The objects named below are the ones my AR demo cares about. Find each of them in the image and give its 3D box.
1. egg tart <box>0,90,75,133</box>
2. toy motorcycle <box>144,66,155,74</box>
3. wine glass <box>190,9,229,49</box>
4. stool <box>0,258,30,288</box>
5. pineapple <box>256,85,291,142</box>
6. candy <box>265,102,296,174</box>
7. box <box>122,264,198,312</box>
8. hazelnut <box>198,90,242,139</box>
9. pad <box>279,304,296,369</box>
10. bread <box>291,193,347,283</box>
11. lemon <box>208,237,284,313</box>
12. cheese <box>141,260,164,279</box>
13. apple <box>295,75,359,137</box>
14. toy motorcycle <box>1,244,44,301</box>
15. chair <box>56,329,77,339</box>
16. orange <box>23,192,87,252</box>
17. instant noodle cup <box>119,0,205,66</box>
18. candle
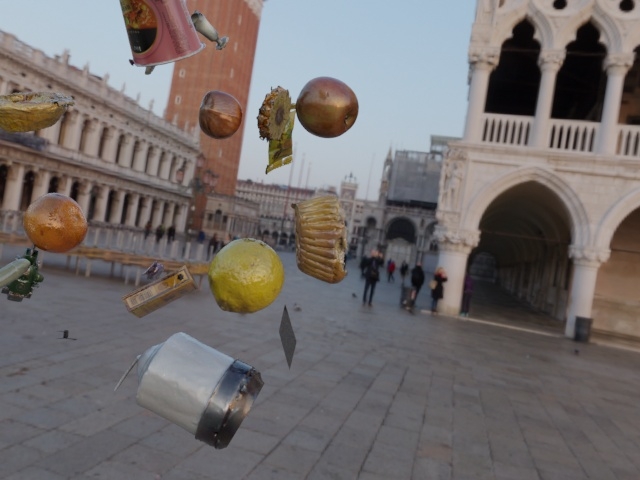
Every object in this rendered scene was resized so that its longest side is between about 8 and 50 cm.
[{"bbox_3d":[-0.755,-0.331,1.317,0.252,0.098,0.232,10,26,23],"label":"egg tart"},{"bbox_3d":[-0.679,-0.777,2.088,0.151,0.228,0.074,46,35,3],"label":"toy motorcycle"},{"bbox_3d":[-0.434,-0.810,1.979,0.072,0.072,0.155,8,-17,42],"label":"wine glass"},{"bbox_3d":[-0.937,0.068,1.355,0.195,0.195,0.198,-9,35,17],"label":"stool"},{"bbox_3d":[-0.153,-0.435,1.781,0.047,0.221,0.221,21,3,15],"label":"pineapple"},{"bbox_3d":[-0.170,-0.436,2.172,0.081,0.297,0.187,32,41,25],"label":"candy"},{"bbox_3d":[-0.714,0.234,2.306,0.301,0.084,0.193,-27,-11,-13],"label":"box"},{"bbox_3d":[-0.331,-0.402,1.640,0.150,0.150,0.150,9,-1,0],"label":"hazelnut"},{"bbox_3d":[-0.138,0.398,2.124,0.003,0.158,0.235,3,31,-18],"label":"pad"},{"bbox_3d":[0.000,0.000,1.520,0.149,0.274,0.274,-6,1,-7],"label":"bread"},{"bbox_3d":[-0.348,0.175,2.377,0.350,0.387,0.350,14,-42,13],"label":"lemon"},{"bbox_3d":[-0.786,0.142,2.419,0.042,0.105,0.191,43,-14,3],"label":"cheese"},{"bbox_3d":[0.023,-0.411,1.594,0.174,0.188,0.188,32,9,24],"label":"apple"},{"bbox_3d":[-1.070,0.136,1.839,0.125,0.187,0.275,19,-43,-28],"label":"toy motorcycle"},{"bbox_3d":[-1.122,0.418,2.263,0.037,0.042,0.086,-4,-16,33],"label":"chair"},{"bbox_3d":[-0.939,-0.057,1.817,0.170,0.224,0.224,-16,-3,6],"label":"orange"},{"bbox_3d":[-0.492,-0.679,1.529,0.244,0.255,0.244,-8,35,6],"label":"instant noodle cup"},{"bbox_3d":[-0.332,0.365,1.311,0.342,0.221,0.221,27,1,6],"label":"candle"}]
